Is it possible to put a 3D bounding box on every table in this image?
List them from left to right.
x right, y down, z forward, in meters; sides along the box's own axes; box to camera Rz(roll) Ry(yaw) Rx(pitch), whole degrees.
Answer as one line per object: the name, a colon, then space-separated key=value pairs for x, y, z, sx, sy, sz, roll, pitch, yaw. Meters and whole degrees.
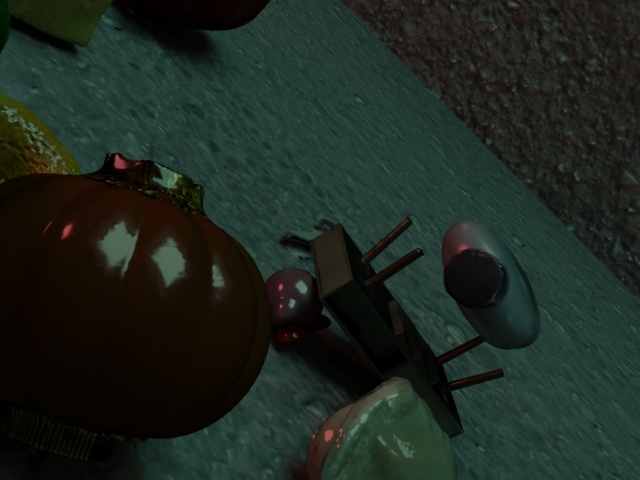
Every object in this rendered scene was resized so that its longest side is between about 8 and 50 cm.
table: x=0.101 y=0.087 z=1.053 sx=0.240 sy=0.111 sz=0.121 roll=54 pitch=13 yaw=-28

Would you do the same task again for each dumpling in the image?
dumpling: x=0.056 y=0.185 z=0.836 sx=0.199 sy=0.118 sz=0.136 roll=31 pitch=63 yaw=-61

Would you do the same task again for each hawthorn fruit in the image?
hawthorn fruit: x=-0.194 y=-0.438 z=1.470 sx=0.265 sy=0.265 sz=0.307 roll=42 pitch=38 yaw=-3

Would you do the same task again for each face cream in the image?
face cream: x=0.174 y=0.047 z=1.002 sx=0.144 sy=0.071 sz=0.291 roll=65 pitch=11 yaw=10

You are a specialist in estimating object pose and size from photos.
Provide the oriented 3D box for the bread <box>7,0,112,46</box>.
bread: x=-0.363 y=-0.390 z=1.136 sx=0.236 sy=0.198 sz=0.263 roll=11 pitch=35 yaw=-45

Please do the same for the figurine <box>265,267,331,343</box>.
figurine: x=-0.031 y=0.065 z=1.009 sx=0.083 sy=0.067 sz=0.071 roll=-34 pitch=117 yaw=-70

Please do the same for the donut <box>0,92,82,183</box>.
donut: x=-0.259 y=-0.054 z=0.799 sx=0.181 sy=0.078 sz=0.146 roll=54 pitch=24 yaw=22

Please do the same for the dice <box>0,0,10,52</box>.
dice: x=-0.352 y=-0.196 z=0.821 sx=0.128 sy=0.120 sz=0.131 roll=45 pitch=17 yaw=22

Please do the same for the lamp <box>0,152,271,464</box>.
lamp: x=-0.141 y=0.043 z=0.644 sx=0.223 sy=0.196 sz=0.223 roll=17 pitch=-9 yaw=3

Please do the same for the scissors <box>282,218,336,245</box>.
scissors: x=0.000 y=0.000 z=1.267 sx=0.085 sy=0.022 sz=0.176 roll=56 pitch=20 yaw=20
